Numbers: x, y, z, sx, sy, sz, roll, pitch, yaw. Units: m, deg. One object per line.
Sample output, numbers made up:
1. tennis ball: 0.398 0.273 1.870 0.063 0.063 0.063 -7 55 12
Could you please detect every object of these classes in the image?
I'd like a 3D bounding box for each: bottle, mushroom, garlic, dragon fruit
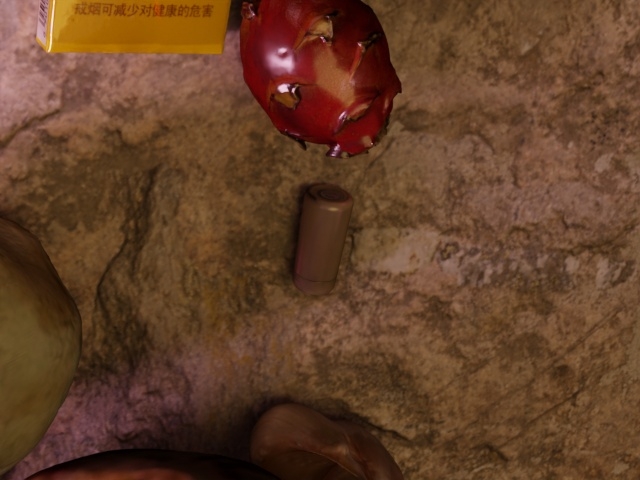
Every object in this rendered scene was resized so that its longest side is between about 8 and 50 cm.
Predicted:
1. bottle: 0.000 0.000 1.380 0.045 0.045 0.096 -4 120 -28
2. mushroom: -0.268 0.072 1.182 0.164 0.189 0.267 -26 126 -32
3. garlic: 0.006 0.220 1.467 0.099 0.124 0.174 -30 129 34
4. dragon fruit: -0.008 -0.184 1.229 0.125 0.125 0.246 -10 113 -2

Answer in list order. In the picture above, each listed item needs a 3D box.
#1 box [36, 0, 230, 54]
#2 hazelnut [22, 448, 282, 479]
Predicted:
1. box: -0.128 -0.272 1.154 0.152 0.043 0.269 -5 119 -27
2. hazelnut: -0.102 0.367 1.306 0.402 0.429 0.402 -28 124 -54
